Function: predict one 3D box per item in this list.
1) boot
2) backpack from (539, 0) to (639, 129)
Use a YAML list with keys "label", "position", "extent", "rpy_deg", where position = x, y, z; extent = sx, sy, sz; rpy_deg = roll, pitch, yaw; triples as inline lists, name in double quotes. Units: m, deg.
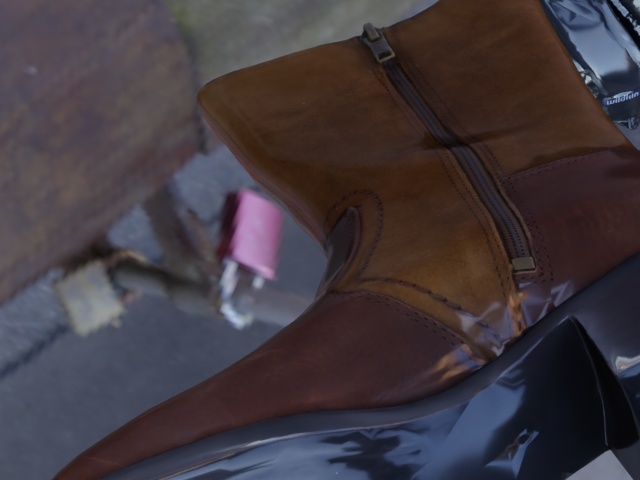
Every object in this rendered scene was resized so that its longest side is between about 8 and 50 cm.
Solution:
- label: "boot"
  position: [0.000, 0.000, 0.705]
  extent: [0.264, 0.280, 0.096]
  rpy_deg: [-25, 127, -5]
- label: "backpack"
  position: [0.155, -0.146, 0.972]
  extent: [0.152, 0.115, 0.182]
  rpy_deg: [-35, 148, 22]
